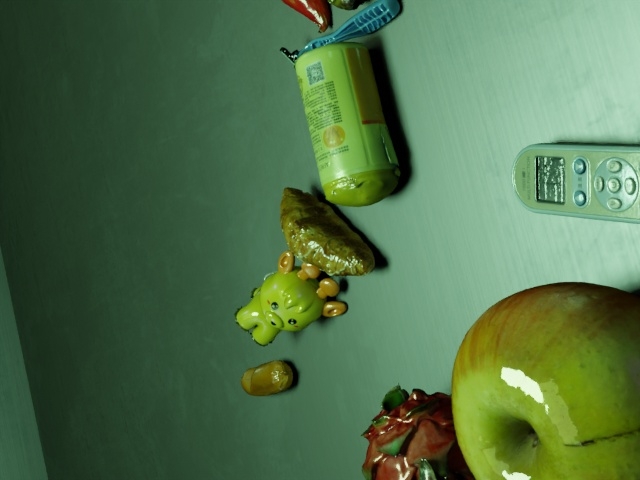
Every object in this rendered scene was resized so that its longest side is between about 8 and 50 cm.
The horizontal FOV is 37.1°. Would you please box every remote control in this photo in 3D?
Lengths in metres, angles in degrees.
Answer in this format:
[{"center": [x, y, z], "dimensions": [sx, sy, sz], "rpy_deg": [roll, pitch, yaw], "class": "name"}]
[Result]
[{"center": [0.318, -0.068, 1.091], "dimensions": [0.244, 0.047, 0.087], "rpy_deg": [11, 110, 54], "class": "remote control"}]

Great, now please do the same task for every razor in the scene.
[{"center": [0.034, -0.315, 1.461], "dimensions": [0.082, 0.042, 0.253], "rpy_deg": [42, 151, -19], "class": "razor"}]

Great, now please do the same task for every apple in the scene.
[{"center": [0.284, 0.181, 1.034], "dimensions": [0.286, 0.233, 0.286], "rpy_deg": [20, 116, 49], "class": "apple"}]

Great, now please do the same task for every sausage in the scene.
[{"center": [-0.100, 0.261, 1.791], "dimensions": [0.183, 0.054, 0.062], "rpy_deg": [-29, 42, 57], "class": "sausage"}]

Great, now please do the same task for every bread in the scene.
[{"center": [0.000, 0.000, 1.530], "dimensions": [0.233, 0.105, 0.076], "rpy_deg": [42, 129, 38], "class": "bread"}]

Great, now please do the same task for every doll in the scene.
[{"center": [-0.049, 0.100, 1.632], "dimensions": [0.143, 0.135, 0.221], "rpy_deg": [46, 137, -5], "class": "doll"}]

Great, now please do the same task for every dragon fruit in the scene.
[{"center": [0.155, 0.325, 1.302], "dimensions": [0.192, 0.193, 0.274], "rpy_deg": [-26, 75, 26], "class": "dragon fruit"}]

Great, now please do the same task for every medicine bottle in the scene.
[{"center": [0.042, -0.167, 1.419], "dimensions": [0.124, 0.124, 0.239], "rpy_deg": [-23, 79, 56], "class": "medicine bottle"}]

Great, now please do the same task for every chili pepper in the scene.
[{"center": [-0.110, -0.450, 1.607], "dimensions": [0.368, 0.092, 0.137], "rpy_deg": [37, 138, 50], "class": "chili pepper"}]

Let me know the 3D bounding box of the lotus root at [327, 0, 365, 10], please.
[{"center": [-0.030, -0.472, 1.431], "dimensions": [0.309, 0.173, 0.173], "rpy_deg": [57, 141, 19], "class": "lotus root"}]
